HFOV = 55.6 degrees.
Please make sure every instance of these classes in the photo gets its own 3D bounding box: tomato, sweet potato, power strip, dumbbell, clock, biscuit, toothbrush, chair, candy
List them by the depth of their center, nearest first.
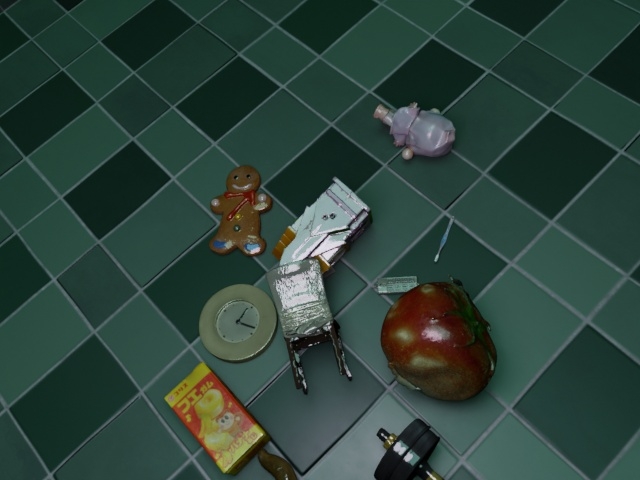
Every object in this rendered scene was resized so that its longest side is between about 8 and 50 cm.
[{"bbox_3d":[0.285,0.577,1.417,0.388,0.185,0.185,38,75,24],"label":"dumbbell"},{"bbox_3d":[0.289,0.253,1.523,0.239,0.303,0.304,-33,59,25],"label":"tomato"},{"bbox_3d":[-0.092,0.626,1.527,0.081,0.062,0.233,-24,60,-1],"label":"sweet potato"},{"bbox_3d":[-0.274,0.472,1.617,0.276,0.088,0.146,40,78,24],"label":"candy"},{"bbox_3d":[-0.031,0.231,1.630,0.160,0.186,0.319,-17,69,2],"label":"chair"},{"bbox_3d":[0.000,0.000,1.732,0.166,0.235,0.309,44,89,10],"label":"clock"},{"bbox_3d":[0.215,0.130,1.740,0.136,0.019,0.051,-3,66,8],"label":"power strip"},{"bbox_3d":[-0.238,0.239,1.762,0.234,0.029,0.235,-4,61,7],"label":"clock"},{"bbox_3d":[0.364,-0.006,1.782,0.014,0.017,0.162,21,70,12],"label":"toothbrush"},{"bbox_3d":[-0.257,-0.103,1.924,0.205,0.049,0.324,1,62,11],"label":"biscuit"}]

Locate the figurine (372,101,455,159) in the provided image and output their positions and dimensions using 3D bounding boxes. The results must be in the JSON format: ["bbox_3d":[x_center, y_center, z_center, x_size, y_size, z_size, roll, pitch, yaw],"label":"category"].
[{"bbox_3d":[0.299,-0.352,1.900,0.275,0.133,0.200,28,75,22],"label":"figurine"}]

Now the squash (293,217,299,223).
[{"bbox_3d":[-0.040,-0.053,1.872,0.089,0.027,0.027,11,66,13],"label":"squash"}]
